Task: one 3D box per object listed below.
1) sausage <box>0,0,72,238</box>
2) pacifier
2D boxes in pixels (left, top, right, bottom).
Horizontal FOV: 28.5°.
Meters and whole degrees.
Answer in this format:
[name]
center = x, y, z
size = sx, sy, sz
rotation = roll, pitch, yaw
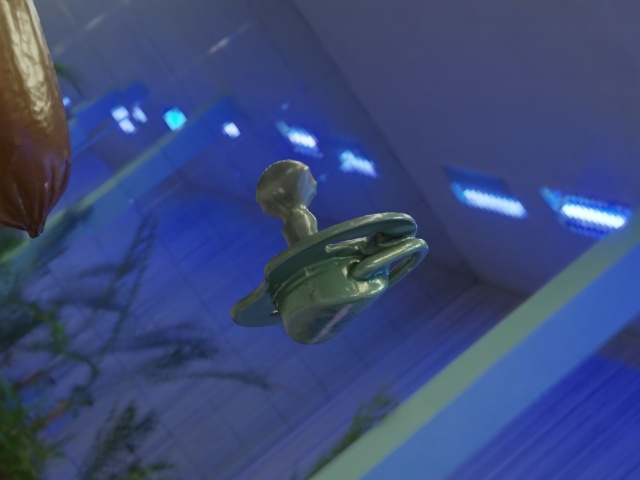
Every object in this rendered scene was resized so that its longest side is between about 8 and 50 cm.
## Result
[sausage]
center = -0.137, -0.088, 0.476
size = 0.054, 0.062, 0.183
rotation = -9, -81, 58
[pacifier]
center = 0.000, 0.000, 0.807
size = 0.150, 0.126, 0.117
rotation = 120, -47, -59
